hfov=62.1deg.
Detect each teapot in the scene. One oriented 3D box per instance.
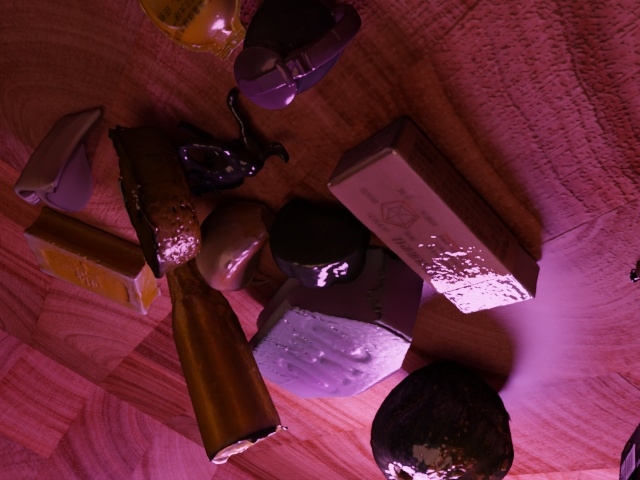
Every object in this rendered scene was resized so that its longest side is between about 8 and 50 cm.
[{"bbox_3d":[-0.029,-0.221,0.636,0.148,0.146,0.116,15,141,15],"label":"teapot"}]

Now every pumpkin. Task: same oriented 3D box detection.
[{"bbox_3d":[0.262,0.421,1.141,0.291,0.257,0.328,38,148,6],"label":"pumpkin"}]

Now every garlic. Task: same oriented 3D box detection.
[{"bbox_3d":[-0.164,0.024,1.043,0.164,0.146,0.245,-2,148,-15],"label":"garlic"}]

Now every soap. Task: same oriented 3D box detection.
[{"bbox_3d":[-0.565,0.056,1.334,0.314,0.091,0.199,22,142,5],"label":"soap"},{"bbox_3d":[0.025,0.178,1.077,0.261,0.156,0.446,31,142,-6],"label":"soap"}]

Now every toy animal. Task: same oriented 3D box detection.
[{"bbox_3d":[-0.154,-0.144,0.875,0.232,0.085,0.148,-15,138,40],"label":"toy animal"}]

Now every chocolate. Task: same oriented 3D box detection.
[{"bbox_3d":[-0.219,0.217,1.109,0.446,0.162,0.162,65,151,24],"label":"chocolate"}]

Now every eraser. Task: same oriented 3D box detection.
[{"bbox_3d":[0.179,-0.021,0.810,0.343,0.078,0.144,42,141,-21],"label":"eraser"}]

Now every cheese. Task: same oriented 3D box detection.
[{"bbox_3d":[-0.192,-0.346,0.648,0.270,0.069,0.176,49,137,-12],"label":"cheese"}]

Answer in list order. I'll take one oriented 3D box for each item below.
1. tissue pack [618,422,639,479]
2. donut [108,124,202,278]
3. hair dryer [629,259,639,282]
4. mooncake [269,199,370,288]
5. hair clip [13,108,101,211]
[{"bbox_3d":[0.661,0.405,0.929,0.198,0.210,0.370,8,140,17],"label":"tissue pack"},{"bbox_3d":[-0.276,-0.073,0.916,0.272,0.107,0.272,50,151,41],"label":"donut"},{"bbox_3d":[0.480,0.015,0.700,0.117,0.064,0.182,24,151,0],"label":"hair dryer"},{"bbox_3d":[0.000,0.000,0.911,0.175,0.168,0.104,44,166,33],"label":"mooncake"},{"bbox_3d":[-0.504,-0.139,1.019,0.113,0.173,0.282,24,156,-11],"label":"hair clip"}]
